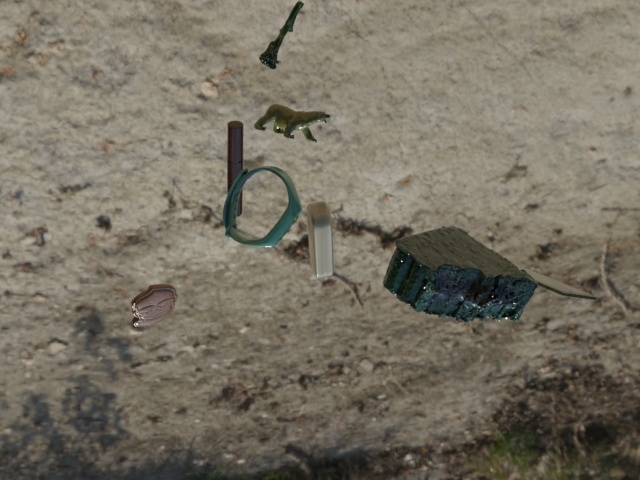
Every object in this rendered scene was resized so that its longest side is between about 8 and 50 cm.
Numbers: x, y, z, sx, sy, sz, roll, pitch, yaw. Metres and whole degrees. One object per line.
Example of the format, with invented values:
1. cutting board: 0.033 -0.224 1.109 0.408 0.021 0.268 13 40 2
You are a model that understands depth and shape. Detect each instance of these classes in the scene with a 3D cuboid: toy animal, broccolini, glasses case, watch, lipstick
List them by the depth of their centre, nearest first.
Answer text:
1. glasses case: 0.000 0.000 1.442 0.050 0.083 0.196 -8 134 -5
2. watch: -0.161 -0.082 1.666 0.195 0.068 0.237 38 110 3
3. broccolini: -0.112 -0.613 1.851 0.058 0.067 0.216 19 101 -59
4. toy animal: -0.084 -0.363 1.911 0.219 0.100 0.103 19 -167 25
5. lipstick: -0.288 -0.233 2.118 0.057 0.057 0.356 -2 129 -12

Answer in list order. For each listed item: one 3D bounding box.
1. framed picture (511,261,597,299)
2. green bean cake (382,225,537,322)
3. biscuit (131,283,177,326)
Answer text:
1. framed picture: 0.450 0.076 1.338 0.173 0.231 0.010 10 102 -43
2. green bean cake: 0.225 0.070 1.037 0.208 0.193 0.107 -8 129 -48
3. biscuit: -0.360 0.141 1.359 0.102 0.019 0.130 -14 142 -34
